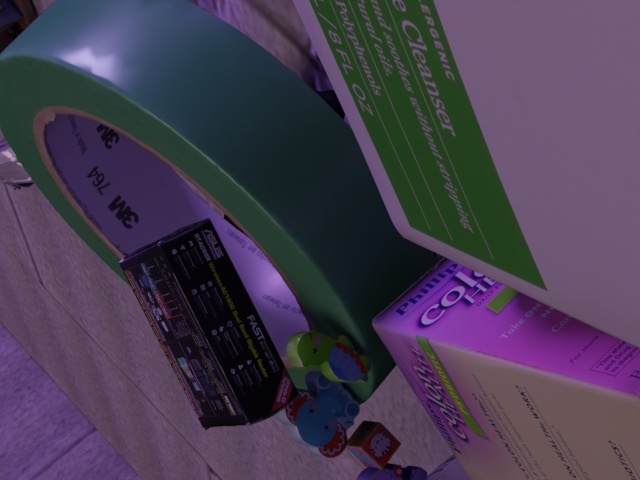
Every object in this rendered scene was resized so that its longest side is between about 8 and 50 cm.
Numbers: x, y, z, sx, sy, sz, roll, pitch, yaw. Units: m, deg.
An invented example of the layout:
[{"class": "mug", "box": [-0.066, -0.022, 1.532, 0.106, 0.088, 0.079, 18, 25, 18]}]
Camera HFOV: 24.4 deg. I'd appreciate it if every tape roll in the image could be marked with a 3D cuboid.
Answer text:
[{"class": "tape roll", "box": [-0.072, -0.025, 0.963, 0.321, 0.077, 0.321, 34, 159, 15]}]

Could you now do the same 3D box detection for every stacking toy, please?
[{"class": "stacking toy", "box": [0.021, 0.137, 0.949, 0.221, 0.052, 0.167, 47, 158, -16]}]

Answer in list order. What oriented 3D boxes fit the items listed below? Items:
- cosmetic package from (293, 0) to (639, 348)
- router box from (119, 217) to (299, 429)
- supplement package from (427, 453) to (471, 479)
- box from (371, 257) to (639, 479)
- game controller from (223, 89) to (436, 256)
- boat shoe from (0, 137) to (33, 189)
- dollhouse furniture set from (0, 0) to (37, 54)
[{"class": "cosmetic package", "box": [0.155, -0.061, 0.456, 0.365, 0.155, 0.197, 28, 150, 52]}, {"class": "router box", "box": [-0.069, 0.053, 0.896, 0.122, 0.038, 0.092, 64, 156, -3]}, {"class": "supplement package", "box": [0.109, 0.298, 1.177, 0.194, 0.203, 0.149, 48, 162, 8]}, {"class": "box", "box": [0.176, 0.105, 0.785, 0.213, 0.117, 0.243, 57, 160, -19]}, {"class": "game controller", "box": [0.000, 0.000, 1.062, 0.166, 0.067, 0.319, 53, 163, 12]}, {"class": "boat shoe", "box": [-0.368, -0.090, 1.780, 0.063, 0.066, 0.184, 56, 151, -14]}, {"class": "dollhouse furniture set", "box": [-0.295, -0.155, 1.364, 0.184, 0.129, 0.129, 41, 159, 29]}]
